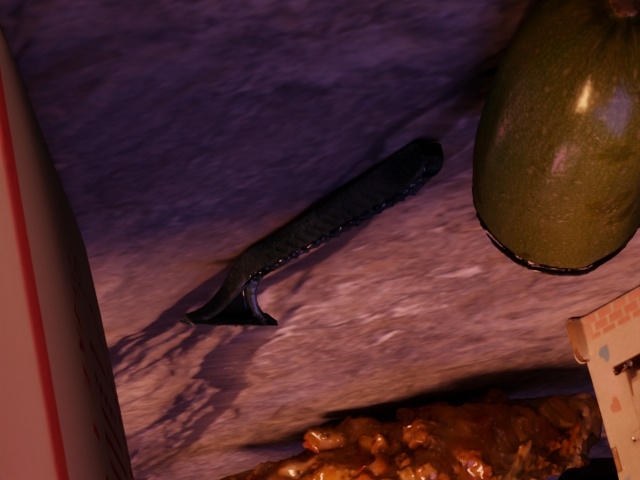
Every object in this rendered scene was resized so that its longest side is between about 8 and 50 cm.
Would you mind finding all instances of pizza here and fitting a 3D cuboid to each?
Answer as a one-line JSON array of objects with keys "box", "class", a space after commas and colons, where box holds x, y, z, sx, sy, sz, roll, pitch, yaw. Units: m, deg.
[{"box": [0.072, 0.170, 1.555, 0.336, 0.086, 0.226, -11, 175, -8], "class": "pizza"}]

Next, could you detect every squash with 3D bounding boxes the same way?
[{"box": [0.116, -0.058, 0.898, 0.095, 0.095, 0.188, -13, 159, -3], "class": "squash"}]

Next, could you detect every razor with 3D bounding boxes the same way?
[{"box": [-0.002, -0.005, 1.074, 0.066, 0.033, 0.190, 2, 151, -41], "class": "razor"}]

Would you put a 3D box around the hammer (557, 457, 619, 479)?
[{"box": [0.084, 0.263, 1.556, 0.409, 0.095, 0.242, -8, -172, 2], "class": "hammer"}]

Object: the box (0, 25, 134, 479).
[{"box": [-0.231, 0.125, 0.828, 0.300, 0.312, 0.314, -11, 162, -3], "class": "box"}]

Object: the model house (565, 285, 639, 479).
[{"box": [0.331, 0.118, 1.354, 0.169, 0.244, 0.326, 4, 156, -31], "class": "model house"}]
